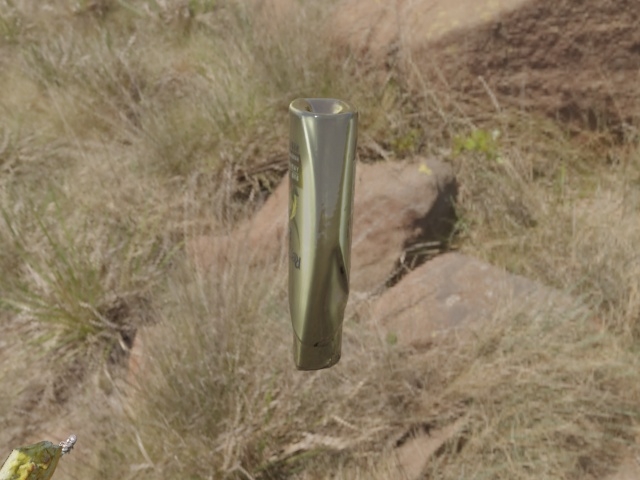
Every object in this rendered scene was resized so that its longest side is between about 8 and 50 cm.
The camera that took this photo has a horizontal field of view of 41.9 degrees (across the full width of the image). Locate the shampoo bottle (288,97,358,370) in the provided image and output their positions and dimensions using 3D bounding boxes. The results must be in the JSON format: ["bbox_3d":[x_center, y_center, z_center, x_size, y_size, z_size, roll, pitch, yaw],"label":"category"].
[{"bbox_3d":[0.000,0.000,1.067,0.084,0.350,0.125,-1,22,-7],"label":"shampoo bottle"}]

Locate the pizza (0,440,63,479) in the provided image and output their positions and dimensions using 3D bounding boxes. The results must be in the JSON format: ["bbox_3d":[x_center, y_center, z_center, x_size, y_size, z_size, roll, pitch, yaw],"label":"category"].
[{"bbox_3d":[-0.533,0.428,1.512,0.036,0.099,0.160,25,75,40],"label":"pizza"}]

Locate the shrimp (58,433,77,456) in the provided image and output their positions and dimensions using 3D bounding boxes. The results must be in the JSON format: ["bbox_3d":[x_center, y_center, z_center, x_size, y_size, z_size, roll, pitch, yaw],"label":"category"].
[{"bbox_3d":[-0.619,0.503,2.015,0.092,0.038,0.029,-34,50,0],"label":"shrimp"}]
